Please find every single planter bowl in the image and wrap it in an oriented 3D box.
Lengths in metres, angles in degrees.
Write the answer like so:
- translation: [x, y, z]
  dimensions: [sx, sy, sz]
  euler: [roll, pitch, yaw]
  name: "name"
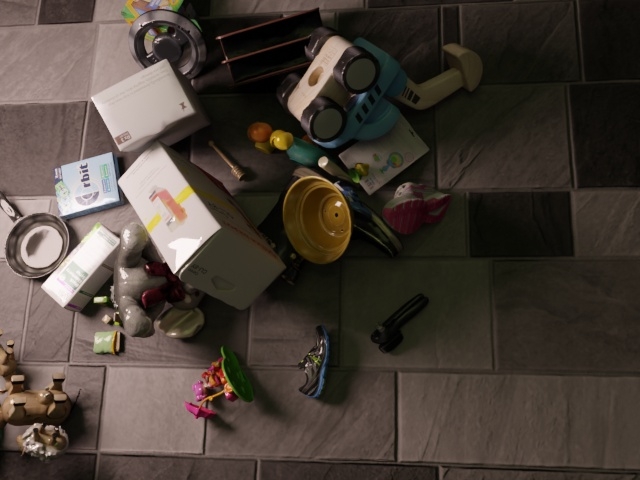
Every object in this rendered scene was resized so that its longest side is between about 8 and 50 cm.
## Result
- translation: [0.016, -0.057, 1.626]
  dimensions: [0.217, 0.090, 0.217]
  euler: [12, 110, 38]
  name: "planter bowl"

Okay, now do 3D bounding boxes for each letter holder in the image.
- translation: [-0.129, -0.537, 1.849]
  dimensions: [0.302, 0.214, 0.151]
  euler: [-15, 106, 3]
  name: "letter holder"

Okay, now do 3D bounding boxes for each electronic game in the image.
- translation: [-0.443, -0.563, 1.925]
  dimensions: [0.230, 0.229, 0.048]
  euler: [-2, 44, 7]
  name: "electronic game"

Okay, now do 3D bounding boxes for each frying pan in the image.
- translation: [-0.864, -0.010, 1.909]
  dimensions: [0.326, 0.053, 0.197]
  euler: [23, 79, 15]
  name: "frying pan"

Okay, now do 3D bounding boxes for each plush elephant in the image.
- translation: [-0.397, 0.117, 1.719]
  dimensions: [0.256, 0.330, 0.271]
  euler: [-1, 78, -24]
  name: "plush elephant"

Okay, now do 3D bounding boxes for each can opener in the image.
- translation: [0.205, 0.206, 1.717]
  dimensions: [0.186, 0.073, 0.059]
  euler: [-46, 36, -9]
  name: "can opener"

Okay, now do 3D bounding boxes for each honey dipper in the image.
- translation: [-0.273, -0.233, 1.906]
  dimensions: [0.030, 0.030, 0.160]
  euler: [-43, 71, -5]
  name: "honey dipper"

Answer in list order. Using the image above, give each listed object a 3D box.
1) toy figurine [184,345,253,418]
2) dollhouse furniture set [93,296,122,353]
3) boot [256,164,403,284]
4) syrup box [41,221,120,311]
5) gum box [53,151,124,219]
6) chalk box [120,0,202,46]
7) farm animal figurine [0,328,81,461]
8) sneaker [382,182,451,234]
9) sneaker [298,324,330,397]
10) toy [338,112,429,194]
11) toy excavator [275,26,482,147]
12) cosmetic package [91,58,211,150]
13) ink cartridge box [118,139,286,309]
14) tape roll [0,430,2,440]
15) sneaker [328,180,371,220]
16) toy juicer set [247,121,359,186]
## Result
- translation: [-0.280, 0.382, 1.707]
  dimensions: [0.159, 0.130, 0.173]
  euler: [-34, 51, 7]
  name: "toy figurine"
- translation: [-0.587, 0.233, 1.803]
  dimensions: [0.076, 0.058, 0.151]
  euler: [-3, 74, 7]
  name: "dollhouse furniture set"
- translation: [0.000, 0.000, 1.749]
  dimensions: [0.377, 0.138, 0.284]
  euler: [37, 81, 18]
  name: "boot"
- translation: [-0.644, 0.076, 1.834]
  dimensions: [0.093, 0.096, 0.237]
  euler: [37, 81, 15]
  name: "syrup box"
- translation: [-0.677, -0.158, 1.930]
  dimensions: [0.185, 0.041, 0.156]
  euler: [-15, 74, 2]
  name: "gum box"
- translation: [-0.460, -0.668, 1.993]
  dimensions: [0.213, 0.132, 0.132]
  euler: [24, 79, 14]
  name: "chalk box"
- translation: [-0.797, 0.412, 1.709]
  dimensions: [0.327, 0.172, 0.330]
  euler: [15, 37, -17]
  name: "farm animal figurine"
- translation: [0.230, -0.091, 1.724]
  dimensions: [0.111, 0.252, 0.102]
  euler: [34, 118, 31]
  name: "sneaker"
- translation: [-0.017, 0.308, 1.704]
  dimensions: [0.078, 0.067, 0.188]
  euler: [10, 79, 3]
  name: "sneaker"
- translation: [0.170, -0.234, 1.822]
  dimensions: [0.237, 0.056, 0.137]
  euler: [-37, 88, -25]
  name: "toy"
- translation: [0.172, -0.404, 1.765]
  dimensions: [0.432, 0.445, 0.222]
  euler: [-54, 42, 13]
  name: "toy excavator"
- translation: [-0.432, -0.342, 1.760]
  dimensions: [0.217, 0.385, 0.156]
  euler: [-27, 96, -2]
  name: "cosmetic package"
- translation: [-0.295, -0.039, 1.652]
  dimensions: [0.160, 0.279, 0.384]
  euler: [-45, 53, 7]
  name: "ink cartridge box"
- translation: [-1.022, 0.513, 1.774]
  dimensions: [0.322, 0.077, 0.321]
  euler: [-2, 75, 7]
  name: "tape roll"
- translation: [0.077, -0.103, 1.672]
  dimensions: [0.144, 0.053, 0.059]
  euler: [35, 76, 24]
  name: "sneaker"
- translation: [-0.045, -0.254, 1.787]
  dimensions: [0.329, 0.209, 0.089]
  euler: [24, 88, 14]
  name: "toy juicer set"
